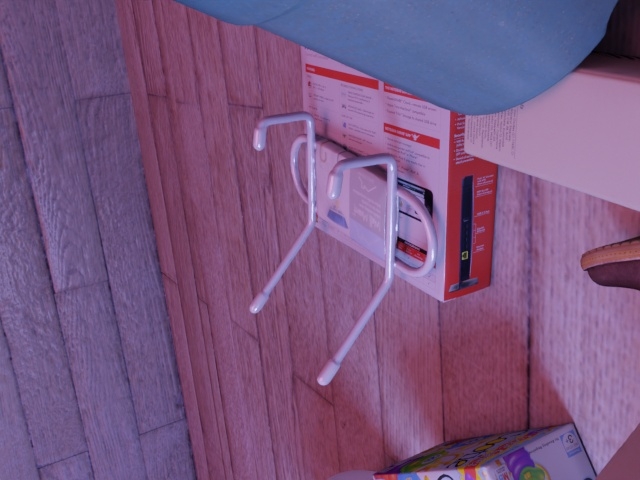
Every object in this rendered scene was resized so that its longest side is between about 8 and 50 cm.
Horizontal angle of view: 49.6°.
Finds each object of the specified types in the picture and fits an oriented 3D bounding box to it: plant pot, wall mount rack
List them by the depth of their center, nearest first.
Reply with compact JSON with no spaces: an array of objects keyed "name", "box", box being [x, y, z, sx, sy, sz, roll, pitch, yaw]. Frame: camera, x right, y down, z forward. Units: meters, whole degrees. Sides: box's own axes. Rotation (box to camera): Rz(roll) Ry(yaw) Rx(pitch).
[{"name":"plant pot","box":[0.062,-0.280,0.561,0.341,0.334,0.341,-25,56,44]},{"name":"wall mount rack","box":[0.000,0.000,0.935,0.350,0.131,0.304,38,135,51]}]

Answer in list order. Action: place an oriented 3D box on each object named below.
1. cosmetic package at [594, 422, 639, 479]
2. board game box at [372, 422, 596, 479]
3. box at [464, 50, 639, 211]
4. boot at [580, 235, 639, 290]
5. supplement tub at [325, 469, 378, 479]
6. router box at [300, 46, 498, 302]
[{"name":"cosmetic package","box":[0.359,0.248,0.488,0.296,0.129,0.153,9,131,59]},{"name":"board game box","box":[0.207,0.334,0.881,0.275,0.144,0.142,-40,67,60]},{"name":"box","box":[0.256,-0.107,0.623,0.275,0.094,0.113,34,132,51]},{"name":"boot","box":[0.336,0.090,0.572,0.248,0.090,0.206,-8,94,59]},{"name":"supplement tub","box":[0.062,0.575,1.175,0.235,0.236,0.324,44,140,45]},{"name":"router box","box":[0.093,-0.120,0.934,0.335,0.082,0.301,33,131,53]}]
